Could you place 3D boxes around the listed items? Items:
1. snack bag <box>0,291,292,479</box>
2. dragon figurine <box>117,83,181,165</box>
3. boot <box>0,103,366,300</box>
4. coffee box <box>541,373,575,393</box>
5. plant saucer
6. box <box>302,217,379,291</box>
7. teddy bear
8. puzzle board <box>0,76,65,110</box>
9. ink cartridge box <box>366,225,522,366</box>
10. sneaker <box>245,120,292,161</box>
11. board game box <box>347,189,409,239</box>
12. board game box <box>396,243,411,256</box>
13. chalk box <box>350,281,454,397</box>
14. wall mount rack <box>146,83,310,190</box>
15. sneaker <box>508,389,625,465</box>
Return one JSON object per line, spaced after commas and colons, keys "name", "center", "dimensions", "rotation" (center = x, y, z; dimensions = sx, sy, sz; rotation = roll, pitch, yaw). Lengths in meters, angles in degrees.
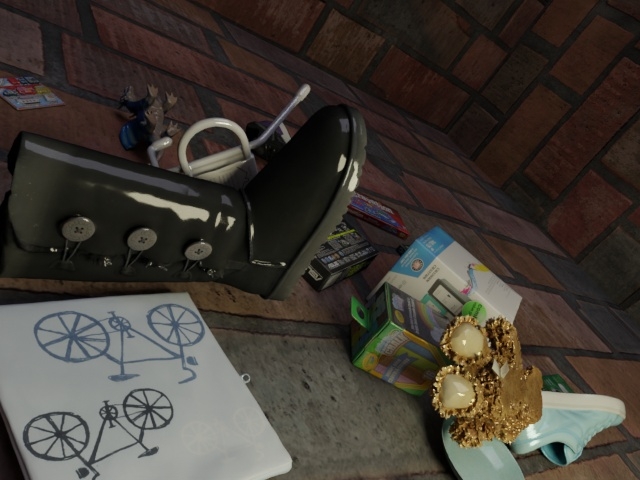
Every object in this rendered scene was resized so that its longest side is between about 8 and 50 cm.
{"name": "snack bag", "center": [-0.223, 0.196, 0.651], "dimensions": [0.323, 0.037, 0.342], "rotation": [2, 39, -52]}
{"name": "dragon figurine", "center": [-0.381, -0.239, 1.137], "dimensions": [0.085, 0.144, 0.290], "rotation": [13, 53, -42]}
{"name": "boot", "center": [-0.192, -0.080, 0.743], "dimensions": [0.444, 0.367, 0.146], "rotation": [13, 27, -29]}
{"name": "coffee box", "center": [0.603, 0.403, 1.337], "dimensions": [0.184, 0.040, 0.113], "rotation": [10, 36, -44]}
{"name": "plant saucer", "center": [0.287, 0.408, 0.941], "dimensions": [0.194, 0.037, 0.195], "rotation": [28, 28, -16]}
{"name": "box", "center": [0.000, 0.000, 1.243], "dimensions": [0.216, 0.060, 0.270], "rotation": [43, 26, 15]}
{"name": "teddy bear", "center": [0.293, 0.257, 0.946], "dimensions": [0.337, 0.113, 0.245], "rotation": [12, 75, -47]}
{"name": "puzzle board", "center": [-0.601, -0.303, 1.057], "dimensions": [0.096, 0.011, 0.128], "rotation": [38, 26, 2]}
{"name": "ink cartridge box", "center": [0.293, 0.137, 1.216], "dimensions": [0.270, 0.198, 0.197], "rotation": [42, 26, 13]}
{"name": "sneaker", "center": [-0.131, -0.244, 1.475], "dimensions": [0.124, 0.107, 0.283], "rotation": [-4, 41, -34]}
{"name": "board game box", "center": [0.149, -0.101, 1.636], "dimensions": [0.281, 0.027, 0.145], "rotation": [23, 27, -26]}
{"name": "board game box", "center": [0.318, 0.086, 1.532], "dimensions": [0.126, 0.026, 0.186], "rotation": [5, 39, -48]}
{"name": "chalk box", "center": [0.141, 0.186, 1.025], "dimensions": [0.212, 0.132, 0.132], "rotation": [30, 27, -12]}
{"name": "wall mount rack", "center": [-0.127, -0.116, 0.934], "dimensions": [0.303, 0.350, 0.131], "rotation": [-21, 50, -10]}
{"name": "sneaker", "center": [0.535, 0.415, 1.144], "dimensions": [0.365, 0.135, 0.150], "rotation": [10, 70, -23]}
